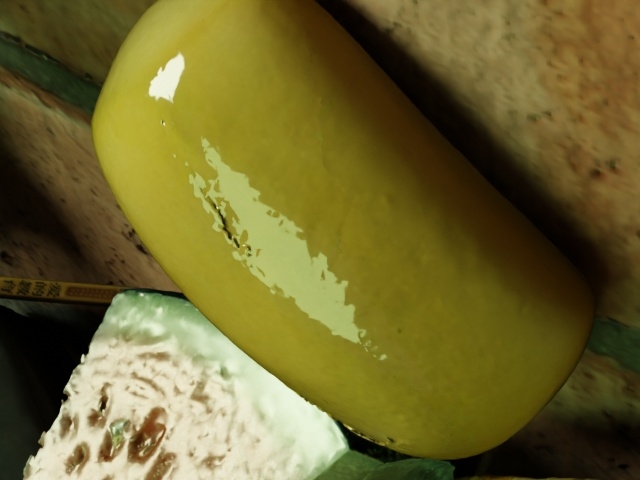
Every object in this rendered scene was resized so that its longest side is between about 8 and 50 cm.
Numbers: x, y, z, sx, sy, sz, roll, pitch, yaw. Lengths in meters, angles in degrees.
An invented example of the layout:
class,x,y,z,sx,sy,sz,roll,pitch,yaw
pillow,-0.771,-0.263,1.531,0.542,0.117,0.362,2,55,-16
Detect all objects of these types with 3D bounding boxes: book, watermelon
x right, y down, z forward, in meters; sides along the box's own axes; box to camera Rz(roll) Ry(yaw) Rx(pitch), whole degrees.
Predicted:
class,x,y,z,sx,sy,sz,roll,pitch,yaw
book,-0.206,0.025,0.881,0.172,0.012,0.118,7,175,-35
watermelon,-0.065,0.141,0.785,0.148,0.226,0.318,49,149,22

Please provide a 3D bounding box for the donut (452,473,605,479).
class,x,y,z,sx,sy,sz,roll,pitch,yaw
donut,0.173,0.271,0.705,0.435,0.163,0.378,2,139,51

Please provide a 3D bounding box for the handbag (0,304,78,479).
class,x,y,z,sx,sy,sz,roll,pitch,yaw
handbag,-0.261,0.155,0.889,0.178,0.275,0.302,62,175,0

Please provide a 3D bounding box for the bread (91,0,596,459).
class,x,y,z,sx,sy,sz,roll,pitch,yaw
bread,0.000,0.000,0.602,0.217,0.098,0.147,42,150,-7
